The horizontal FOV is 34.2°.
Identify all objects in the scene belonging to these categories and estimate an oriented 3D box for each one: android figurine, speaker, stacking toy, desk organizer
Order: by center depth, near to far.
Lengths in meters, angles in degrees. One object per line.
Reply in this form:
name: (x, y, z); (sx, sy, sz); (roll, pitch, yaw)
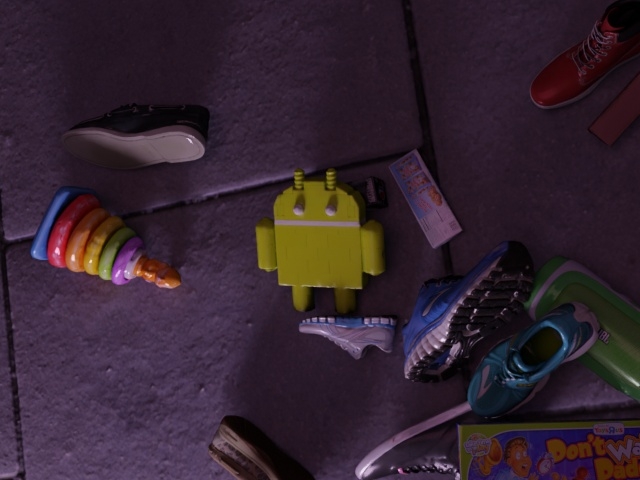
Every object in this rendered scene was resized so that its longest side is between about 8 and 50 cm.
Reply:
speaker: (0.473, 0.152, 1.684); (0.296, 0.131, 0.131); (39, 100, 25)
desk organizer: (0.515, -0.218, 1.753); (0.050, 0.047, 0.130); (45, 103, 18)
android figurine: (0.000, 0.000, 1.904); (0.248, 0.056, 0.273); (4, 107, 19)
stacking toy: (-0.413, 0.024, 2.095); (0.302, 0.175, 0.166); (27, 96, 10)

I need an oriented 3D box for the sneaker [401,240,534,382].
sneaker: (0.229, 0.100, 1.759); (0.330, 0.130, 0.147); (-51, 42, 38)

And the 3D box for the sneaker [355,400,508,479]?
sneaker: (0.205, 0.387, 1.791); (0.296, 0.104, 0.147); (-29, 69, 14)

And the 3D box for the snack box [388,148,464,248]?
snack box: (0.192, -0.077, 1.892); (0.064, 0.022, 0.178); (-33, 73, 18)

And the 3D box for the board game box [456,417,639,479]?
board game box: (0.398, 0.406, 1.666); (0.347, 0.078, 0.233); (-3, 83, 5)

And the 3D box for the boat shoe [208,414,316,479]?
boat shoe: (-0.095, 0.442, 1.928); (0.285, 0.104, 0.089); (40, 105, 32)

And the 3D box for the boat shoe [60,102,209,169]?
boat shoe: (-0.370, -0.227, 2.110); (0.340, 0.127, 0.113); (-3, 54, 31)

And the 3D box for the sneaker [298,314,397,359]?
sneaker: (0.048, 0.177, 1.906); (0.190, 0.071, 0.083); (-1, 90, 24)

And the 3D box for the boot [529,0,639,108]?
boot: (0.443, -0.314, 1.724); (0.244, 0.176, 0.088); (-33, 74, 19)

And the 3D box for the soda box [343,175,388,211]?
soda box: (0.036, -0.073, 1.939); (0.169, 0.060, 0.053); (-13, 79, 23)

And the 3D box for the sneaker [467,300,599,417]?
sneaker: (0.320, 0.192, 1.661); (0.107, 0.110, 0.275); (51, 126, 18)
